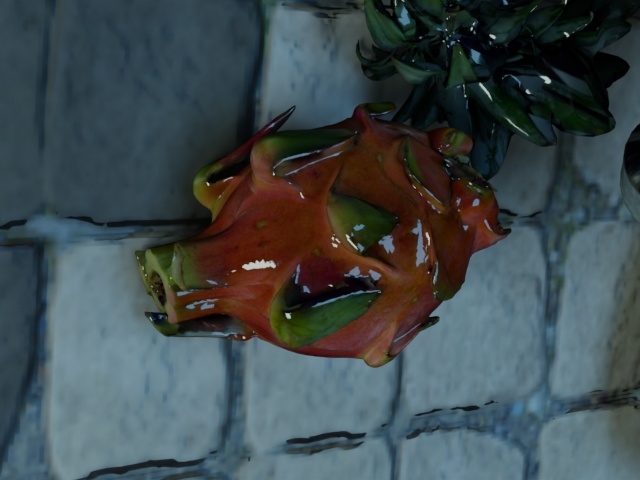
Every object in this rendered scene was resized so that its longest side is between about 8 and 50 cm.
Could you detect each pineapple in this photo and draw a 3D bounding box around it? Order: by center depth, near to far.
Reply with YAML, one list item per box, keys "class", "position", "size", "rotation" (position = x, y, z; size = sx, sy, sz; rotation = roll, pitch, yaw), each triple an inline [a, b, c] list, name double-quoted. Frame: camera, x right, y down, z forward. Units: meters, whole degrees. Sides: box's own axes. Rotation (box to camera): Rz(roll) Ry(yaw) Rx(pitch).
- class: "pineapple"
  position: [0.038, -0.118, 0.605]
  size: [0.103, 0.083, 0.221]
  rotation: [-49, 130, -25]

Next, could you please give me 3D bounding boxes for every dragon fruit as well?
- class: "dragon fruit"
  position: [-0.001, 0.002, 0.598]
  size: [0.116, 0.086, 0.081]
  rotation: [-28, 158, -23]

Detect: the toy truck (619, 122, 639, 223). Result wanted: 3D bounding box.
- class: "toy truck"
  position: [0.234, -0.138, 0.678]
  size: [0.146, 0.175, 0.367]
  rotation: [84, 29, -51]
